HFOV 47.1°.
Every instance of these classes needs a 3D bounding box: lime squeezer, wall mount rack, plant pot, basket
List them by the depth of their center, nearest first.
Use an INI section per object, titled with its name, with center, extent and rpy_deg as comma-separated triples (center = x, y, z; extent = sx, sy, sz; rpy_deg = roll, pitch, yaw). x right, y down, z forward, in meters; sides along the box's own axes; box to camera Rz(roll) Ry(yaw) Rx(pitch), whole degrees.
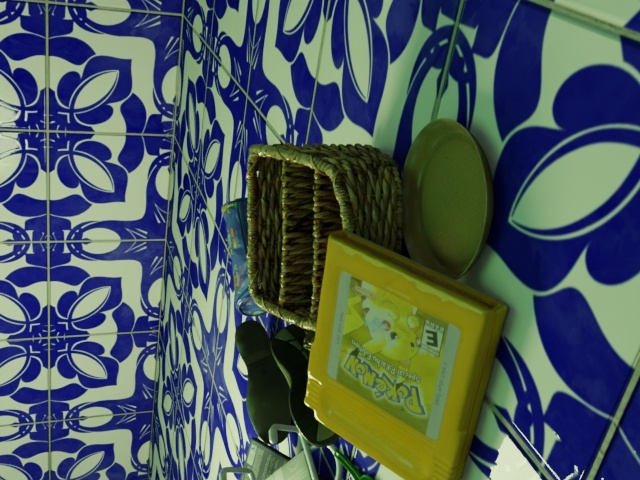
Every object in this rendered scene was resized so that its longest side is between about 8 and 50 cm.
[plant pot]
center = 0.181, -0.055, 1.052
extent = 0.236, 0.032, 0.236
rpy_deg = 179, 90, -68
[basket]
center = 0.000, 0.000, 1.210
extent = 0.213, 0.223, 0.299
rpy_deg = -125, 36, -66
[lime squeezer]
center = 0.058, 0.464, 1.309
extent = 0.310, 0.110, 0.058
rpy_deg = -57, -46, -74
[wall mount rack]
center = -0.093, 0.562, 1.496
extent = 0.350, 0.130, 0.304
rpy_deg = -46, 45, 31

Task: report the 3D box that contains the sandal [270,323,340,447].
[sandal]
center = -0.014, 0.290, 1.491
extent = 0.303, 0.120, 0.086
rpy_deg = -116, 4, -50

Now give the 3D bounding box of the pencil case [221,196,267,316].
[pencil case]
center = -0.170, 0.035, 1.822
extent = 0.133, 0.119, 0.306
rpy_deg = 94, 166, -63

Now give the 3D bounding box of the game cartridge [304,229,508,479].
[game cartridge]
center = 0.104, 0.181, 1.067
extent = 0.285, 0.053, 0.323
rpy_deg = 25, 118, 35

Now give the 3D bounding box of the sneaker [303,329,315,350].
[sneaker]
center = -0.006, 0.181, 1.460
extent = 0.066, 0.071, 0.188
rpy_deg = 81, 173, -54

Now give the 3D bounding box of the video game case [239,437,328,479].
[video game case]
center = -0.097, 0.576, 1.622
extent = 0.274, 0.026, 0.196
rpy_deg = 11, 84, 50

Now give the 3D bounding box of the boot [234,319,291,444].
[boot]
center = -0.128, 0.351, 1.808
extent = 0.115, 0.112, 0.305
rpy_deg = 63, -169, -67
